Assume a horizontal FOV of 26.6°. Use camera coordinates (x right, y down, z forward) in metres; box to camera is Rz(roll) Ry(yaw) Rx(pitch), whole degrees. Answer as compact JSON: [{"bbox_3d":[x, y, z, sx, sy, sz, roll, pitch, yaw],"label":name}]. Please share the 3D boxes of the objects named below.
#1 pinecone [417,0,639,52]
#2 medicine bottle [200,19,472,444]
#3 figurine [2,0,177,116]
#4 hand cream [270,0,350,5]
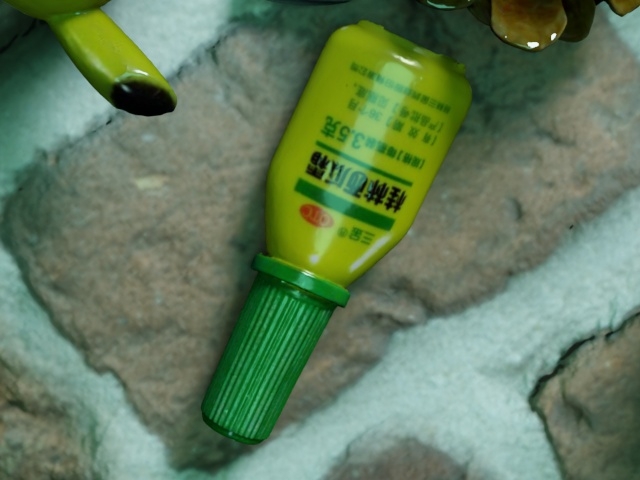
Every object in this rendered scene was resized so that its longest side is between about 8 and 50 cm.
[{"bbox_3d":[0.143,-0.248,0.857,0.229,0.202,0.201,48,133,3],"label":"pinecone"},{"bbox_3d":[0.000,0.000,0.954,0.111,0.076,0.309,24,99,-8],"label":"medicine bottle"},{"bbox_3d":[-0.188,-0.254,0.830,0.327,0.169,0.218,48,58,-41],"label":"figurine"},{"bbox_3d":[-0.006,-0.287,0.911,0.079,0.048,0.255,1,102,-6],"label":"hand cream"}]
